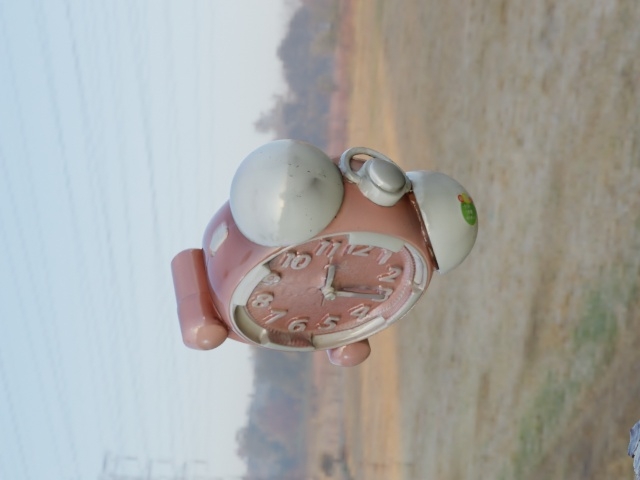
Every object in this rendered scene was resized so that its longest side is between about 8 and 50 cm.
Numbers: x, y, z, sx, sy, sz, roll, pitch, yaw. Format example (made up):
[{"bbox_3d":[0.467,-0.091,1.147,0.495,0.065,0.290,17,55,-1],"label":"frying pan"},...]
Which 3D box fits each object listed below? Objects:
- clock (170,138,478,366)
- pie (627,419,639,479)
[{"bbox_3d":[0.000,0.000,0.749,0.162,0.166,0.093,-47,43,42],"label":"clock"},{"bbox_3d":[0.308,0.263,1.166,0.219,0.054,0.204,-60,-1,7],"label":"pie"}]
